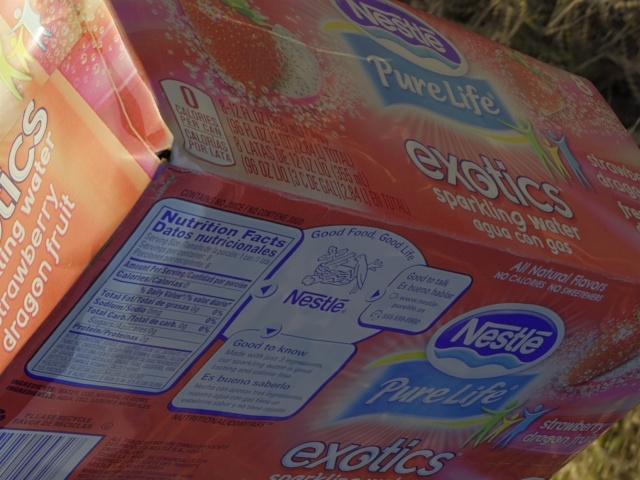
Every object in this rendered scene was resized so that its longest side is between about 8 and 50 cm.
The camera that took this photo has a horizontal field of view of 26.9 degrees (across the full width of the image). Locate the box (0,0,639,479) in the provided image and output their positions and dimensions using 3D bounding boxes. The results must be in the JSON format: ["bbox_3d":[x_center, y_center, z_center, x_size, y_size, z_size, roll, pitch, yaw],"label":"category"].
[{"bbox_3d":[0.000,0.000,0.498,0.154,0.300,0.142,-48,51,29],"label":"box"}]
